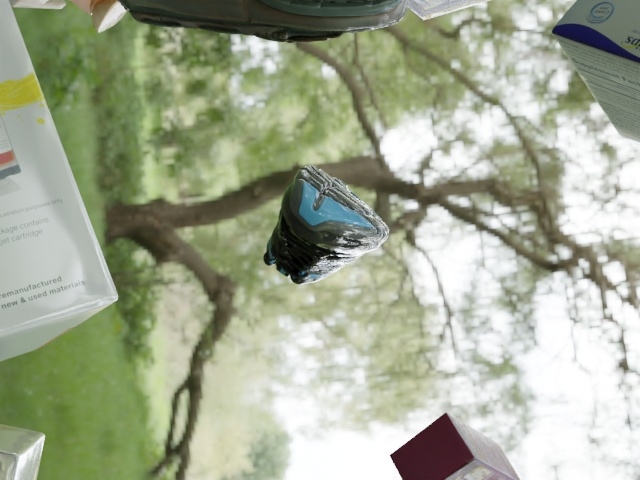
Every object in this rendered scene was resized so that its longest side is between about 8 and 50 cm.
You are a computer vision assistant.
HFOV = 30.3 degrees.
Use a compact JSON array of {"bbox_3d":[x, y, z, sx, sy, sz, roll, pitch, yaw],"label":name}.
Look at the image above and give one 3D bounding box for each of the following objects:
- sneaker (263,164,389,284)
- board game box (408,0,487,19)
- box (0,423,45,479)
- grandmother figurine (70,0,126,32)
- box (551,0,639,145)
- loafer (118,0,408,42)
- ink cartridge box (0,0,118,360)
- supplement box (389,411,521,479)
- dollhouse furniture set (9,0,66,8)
[{"bbox_3d":[0.000,0.000,1.436,0.125,0.140,0.341,43,3,7],"label":"sneaker"},{"bbox_3d":[0.191,-0.351,1.558,0.141,0.170,0.048,9,69,-69],"label":"board game box"},{"bbox_3d":[-0.476,0.343,1.662,0.311,0.121,0.148,143,-41,-81],"label":"box"},{"bbox_3d":[-0.353,-0.372,1.311,0.208,0.342,0.104,-51,-178,29],"label":"grandmother figurine"},{"bbox_3d":[0.257,-0.120,0.856,0.137,0.072,0.126,44,-6,-40],"label":"box"},{"bbox_3d":[-0.051,-0.209,0.981,0.084,0.267,0.096,76,29,-56],"label":"loafer"},{"bbox_3d":[-0.380,-0.070,1.202,0.279,0.160,0.385,-29,-100,59],"label":"ink cartridge box"},{"bbox_3d":[0.190,0.317,1.624,0.188,0.104,0.081,37,19,-52],"label":"supplement box"},{"bbox_3d":[-0.265,-0.330,1.131,0.129,0.183,0.129,59,29,9],"label":"dollhouse furniture set"}]
